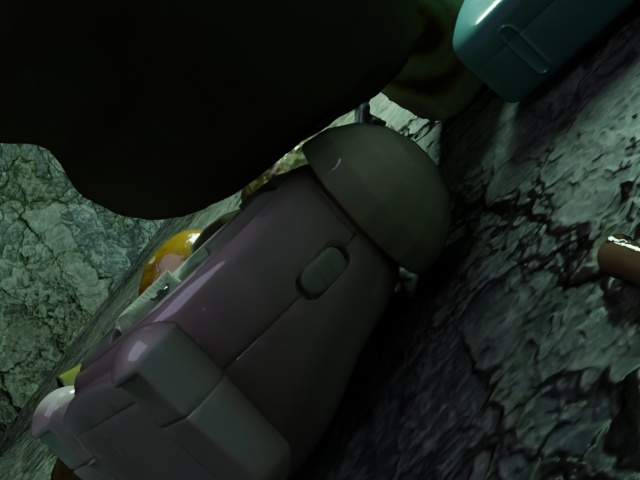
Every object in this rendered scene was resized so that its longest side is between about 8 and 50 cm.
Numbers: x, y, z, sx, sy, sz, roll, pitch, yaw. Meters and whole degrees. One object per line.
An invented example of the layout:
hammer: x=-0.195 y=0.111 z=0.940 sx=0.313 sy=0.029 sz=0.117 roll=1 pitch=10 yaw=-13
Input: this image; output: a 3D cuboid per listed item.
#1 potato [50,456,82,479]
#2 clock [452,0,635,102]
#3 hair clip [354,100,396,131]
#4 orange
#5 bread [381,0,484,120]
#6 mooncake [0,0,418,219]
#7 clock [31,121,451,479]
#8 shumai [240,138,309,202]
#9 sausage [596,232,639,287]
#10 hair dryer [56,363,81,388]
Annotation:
potato: x=-0.234 y=0.232 z=1.156 sx=0.299 sy=0.116 sz=0.239 roll=-49 pitch=17 yaw=18
clock: x=0.237 y=-0.266 z=0.948 sx=0.223 sy=0.094 sz=0.274 roll=-42 pitch=13 yaw=34
hair clip: x=0.045 y=-0.093 z=1.240 sx=0.146 sy=0.056 sz=0.187 roll=-39 pitch=28 yaw=56
orange: x=-0.123 y=0.061 z=1.119 sx=0.124 sy=0.156 sz=0.156 roll=-35 pitch=20 yaw=54
bread: x=0.126 y=-0.286 z=1.185 sx=0.155 sy=0.187 sz=0.338 roll=-46 pitch=14 yaw=33
mooncake: x=-0.143 y=-0.257 z=0.904 sx=0.262 sy=0.467 sz=0.467 roll=-37 pitch=18 yaw=38
clock: x=-0.059 y=0.066 z=0.855 sx=0.342 sy=0.184 sz=0.326 roll=-25 pitch=23 yaw=53
shumai: x=-0.093 y=-0.133 z=1.627 sx=0.161 sy=0.153 sz=0.209 roll=-41 pitch=11 yaw=12
sausage: x=0.171 y=0.018 z=0.502 sx=0.026 sy=0.026 sz=0.116 roll=-50 pitch=13 yaw=3
hair dryer: x=-0.315 y=0.222 z=1.487 sx=0.135 sy=0.090 sz=0.278 roll=-31 pitch=-5 yaw=-24
